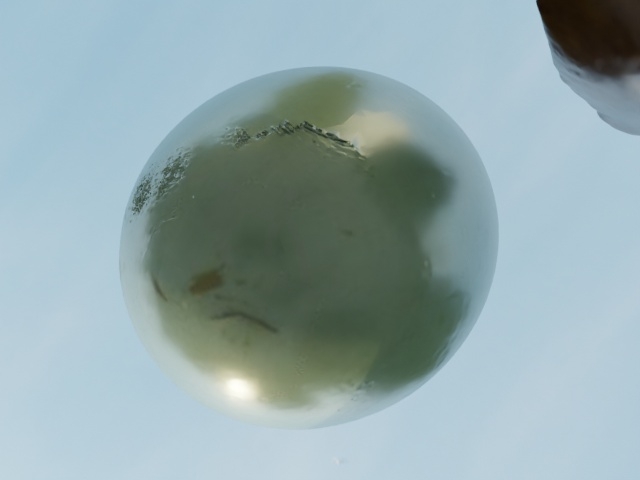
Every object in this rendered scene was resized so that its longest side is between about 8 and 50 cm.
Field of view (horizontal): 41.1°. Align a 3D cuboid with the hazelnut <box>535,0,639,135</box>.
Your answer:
[{"bbox_3d":[0.180,-0.137,0.416,0.170,0.201,0.160,-28,-108,0],"label":"hazelnut"}]

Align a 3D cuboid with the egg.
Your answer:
[{"bbox_3d":[0.000,0.000,0.501,0.203,0.283,0.202,3,-81,21],"label":"egg"}]
